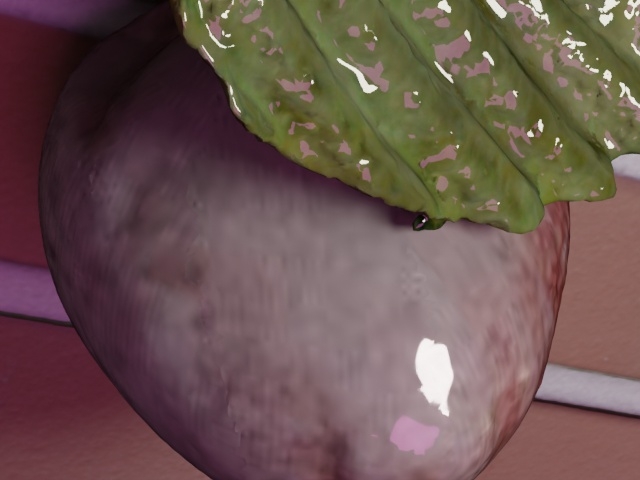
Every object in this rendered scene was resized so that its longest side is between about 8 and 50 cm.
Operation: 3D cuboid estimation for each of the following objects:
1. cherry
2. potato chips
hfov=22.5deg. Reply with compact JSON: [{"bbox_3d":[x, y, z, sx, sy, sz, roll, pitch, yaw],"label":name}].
[{"bbox_3d":[-0.013,-0.002,0.960,0.326,0.335,0.291,22,139,-7],"label":"cherry"},{"bbox_3d":[0.092,-0.190,0.823,0.389,0.373,0.097,21,162,-39],"label":"potato chips"}]
